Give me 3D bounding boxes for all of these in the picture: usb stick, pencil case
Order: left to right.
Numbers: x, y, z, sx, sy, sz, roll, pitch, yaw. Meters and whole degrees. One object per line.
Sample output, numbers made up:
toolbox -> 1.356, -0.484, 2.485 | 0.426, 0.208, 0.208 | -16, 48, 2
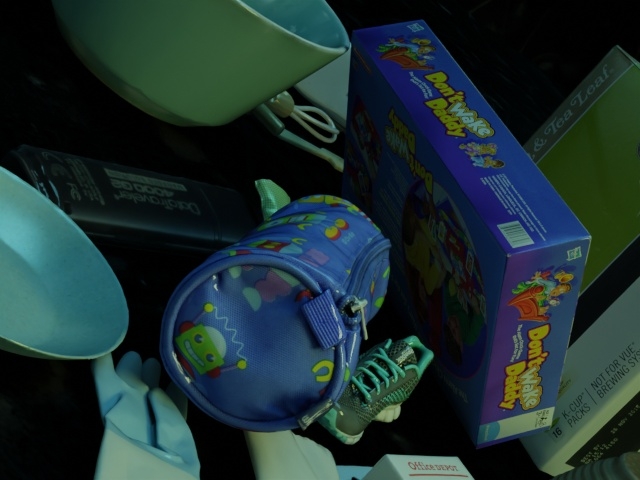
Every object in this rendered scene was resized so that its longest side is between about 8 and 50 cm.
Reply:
usb stick -> -0.138, -0.023, 1.068 | 0.278, 0.045, 0.077 | 10, 44, -58
pencil case -> -0.017, 0.042, 0.983 | 0.306, 0.133, 0.119 | -49, 123, -78

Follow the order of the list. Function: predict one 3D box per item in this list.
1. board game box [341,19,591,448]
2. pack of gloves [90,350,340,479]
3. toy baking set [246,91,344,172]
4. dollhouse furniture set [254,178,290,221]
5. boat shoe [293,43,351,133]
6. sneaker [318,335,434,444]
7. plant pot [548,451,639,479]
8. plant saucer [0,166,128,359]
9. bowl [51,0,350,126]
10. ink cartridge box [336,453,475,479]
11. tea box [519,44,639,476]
board game box -> 0.119, -0.015, 1.280 | 0.078, 0.233, 0.347 | -12, 43, -17
pack of gloves -> -0.065, 0.160, 0.836 | 0.195, 0.046, 0.232 | 31, 14, -18
toy baking set -> -0.057, -0.170, 1.583 | 0.256, 0.030, 0.197 | 47, 19, 14
dollhouse furniture set -> 0.000, 0.000, 1.203 | 0.152, 0.059, 0.076 | 45, 34, -60
boat shoe -> 0.035, -0.186, 1.719 | 0.267, 0.096, 0.088 | 39, -11, 4
sneaker -> 0.040, 0.108, 1.080 | 0.065, 0.076, 0.166 | 45, 19, 11
plant pot -> 0.266, 0.245, 1.091 | 0.237, 0.109, 0.237 | 24, 14, -6
plant saucer -> -0.209, 0.013, 0.853 | 0.195, 0.037, 0.195 | 38, 18, -15
bowl -> -0.141, -0.229, 1.336 | 0.311, 0.163, 0.311 | 38, 18, -15
ink cartridge box -> 0.083, 0.210, 0.963 | 0.104, 0.060, 0.180 | 14, 33, -54
tea box -> 0.324, 0.042, 1.402 | 0.220, 0.329, 0.323 | 26, 25, -39
